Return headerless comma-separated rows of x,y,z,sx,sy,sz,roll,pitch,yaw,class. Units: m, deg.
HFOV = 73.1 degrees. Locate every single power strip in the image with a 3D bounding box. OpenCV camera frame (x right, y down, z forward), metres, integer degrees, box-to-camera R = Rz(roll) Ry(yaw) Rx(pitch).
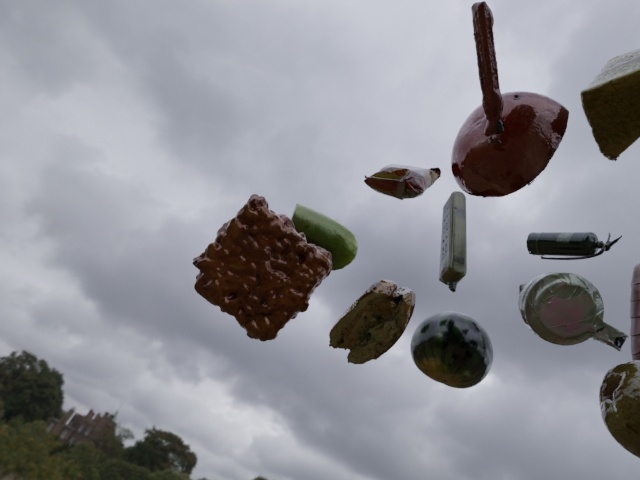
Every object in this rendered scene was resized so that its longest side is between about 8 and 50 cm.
0.423,0.001,1.385,0.066,0.387,0.092,16,-38,-3,power strip

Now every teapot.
0.583,0.157,1.024,0.222,0.163,0.178,5,-1,11,teapot

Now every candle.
0.400,-0.391,1.024,0.051,0.048,0.329,0,-69,42,candle

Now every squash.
0.000,0.000,1.852,0.309,0.233,0.210,22,-7,-6,squash

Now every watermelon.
0.437,0.361,1.447,0.269,0.269,0.269,17,-38,13,watermelon

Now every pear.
0.699,0.356,0.901,0.211,0.188,0.228,34,-33,17,pear

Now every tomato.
0.483,-0.286,1.198,0.144,0.338,0.338,35,-36,-27,tomato

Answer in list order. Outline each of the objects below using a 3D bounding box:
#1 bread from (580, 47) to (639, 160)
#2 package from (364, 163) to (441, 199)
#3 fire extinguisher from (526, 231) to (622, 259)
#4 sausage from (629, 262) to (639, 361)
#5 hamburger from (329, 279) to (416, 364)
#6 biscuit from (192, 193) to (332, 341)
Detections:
0.894,-0.388,1.074,0.245,0.233,0.362,56,-28,-14,bread
0.287,-0.212,1.532,0.223,0.288,0.108,14,-69,23,package
0.896,0.016,1.535,0.093,0.118,0.294,44,-22,-26,fire extinguisher
1.063,0.248,1.414,0.088,0.433,0.088,17,-29,10,sausage
0.149,0.193,1.090,0.144,0.157,0.283,45,-50,10,hamburger
-0.154,0.077,1.150,0.312,0.318,0.110,42,-12,-11,biscuit
